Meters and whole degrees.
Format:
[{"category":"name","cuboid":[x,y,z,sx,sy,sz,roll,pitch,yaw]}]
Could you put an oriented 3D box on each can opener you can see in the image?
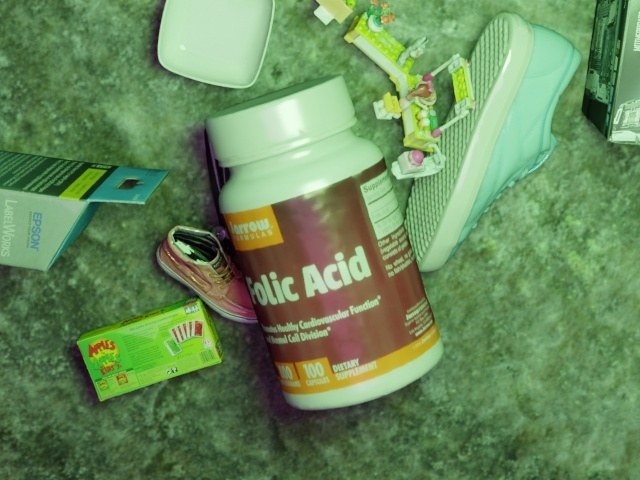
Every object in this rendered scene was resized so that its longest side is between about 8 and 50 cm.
[{"category":"can opener","cuboid":[-0.124,-0.068,1.925,0.059,0.073,0.186,-8,103,44]}]

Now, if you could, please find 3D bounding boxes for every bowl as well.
[{"category":"bowl","cuboid":[-0.136,-0.279,1.870,0.142,0.053,0.142,15,103,-2]}]

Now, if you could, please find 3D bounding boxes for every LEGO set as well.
[{"category":"LEGO set","cuboid":[0.109,-0.224,1.813,0.107,0.132,0.287,-33,78,47]}]

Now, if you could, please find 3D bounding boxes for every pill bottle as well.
[{"category":"pill bottle","cuboid":[0.000,0.000,1.838,0.224,0.224,0.392,-18,99,6]}]

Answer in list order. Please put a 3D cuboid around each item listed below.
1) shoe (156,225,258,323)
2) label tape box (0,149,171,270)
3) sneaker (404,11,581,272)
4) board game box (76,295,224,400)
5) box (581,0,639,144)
[{"category":"shoe","cuboid":[-0.138,0.046,1.923,0.178,0.081,0.063,33,64,-3]},{"category":"label tape box","cuboid":[-0.378,-0.043,1.839,0.333,0.240,0.106,8,103,1]},{"category":"sneaker","cuboid":[0.232,-0.106,1.858,0.150,0.135,0.366,15,115,-20]},{"category":"board game box","cuboid":[-0.235,0.149,1.979,0.181,0.043,0.092,-19,101,6]},{"category":"box","cuboid":[0.392,-0.286,1.749,0.076,0.242,0.308,6,104,1]}]
